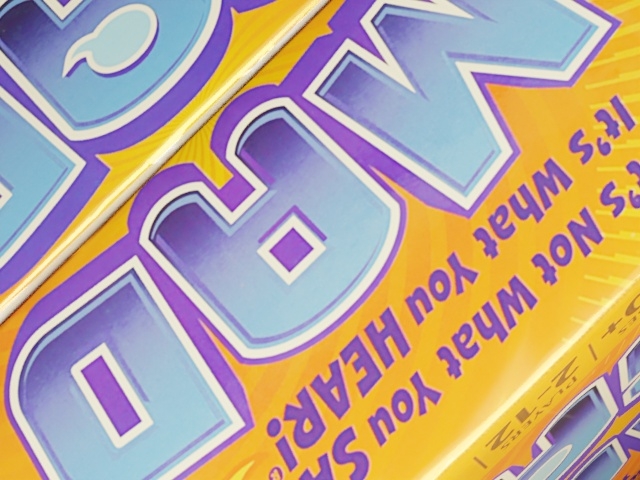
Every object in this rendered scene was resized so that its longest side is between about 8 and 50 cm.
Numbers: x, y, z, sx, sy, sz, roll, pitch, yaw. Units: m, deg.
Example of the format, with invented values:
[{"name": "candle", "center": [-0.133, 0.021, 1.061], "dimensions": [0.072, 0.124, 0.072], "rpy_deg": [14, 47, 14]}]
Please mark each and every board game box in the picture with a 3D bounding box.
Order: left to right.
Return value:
[{"name": "board game box", "center": [0.000, 0.000, 0.742], "dimensions": [0.356, 0.356, 0.356], "rpy_deg": [-45, 66, 0]}]
